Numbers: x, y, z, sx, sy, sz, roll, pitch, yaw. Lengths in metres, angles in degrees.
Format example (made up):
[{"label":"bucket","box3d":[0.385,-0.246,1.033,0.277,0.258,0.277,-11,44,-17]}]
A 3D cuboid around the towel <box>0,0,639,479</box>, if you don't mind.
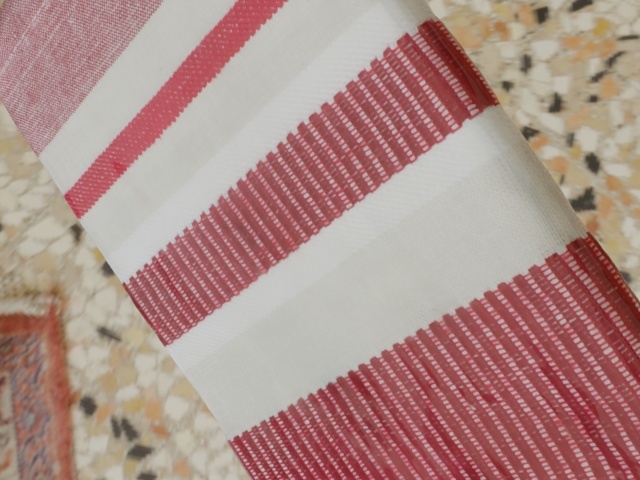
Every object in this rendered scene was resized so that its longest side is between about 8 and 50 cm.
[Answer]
[{"label":"towel","box3d":[0.000,0.000,0.532,0.037,0.237,0.329,-32,87,-37]}]
